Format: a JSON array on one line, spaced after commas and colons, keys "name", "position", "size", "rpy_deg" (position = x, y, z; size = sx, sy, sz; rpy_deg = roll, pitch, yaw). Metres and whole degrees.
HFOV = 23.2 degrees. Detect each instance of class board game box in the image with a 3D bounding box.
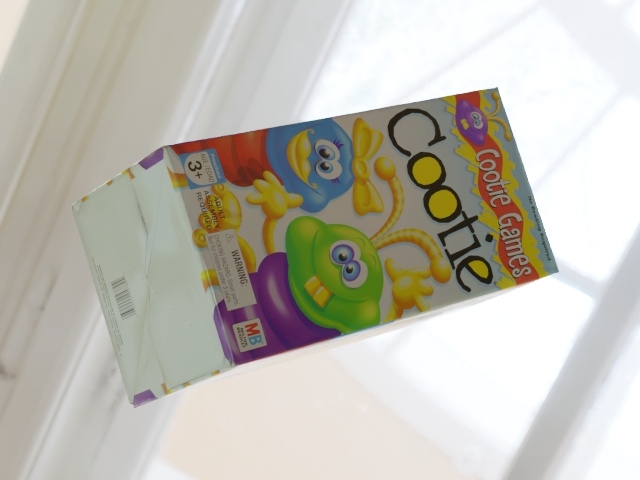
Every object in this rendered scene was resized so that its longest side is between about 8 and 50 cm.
[{"name": "board game box", "position": [0.000, 0.000, 1.049], "size": [0.275, 0.144, 0.142], "rpy_deg": [-14, 173, -36]}]
